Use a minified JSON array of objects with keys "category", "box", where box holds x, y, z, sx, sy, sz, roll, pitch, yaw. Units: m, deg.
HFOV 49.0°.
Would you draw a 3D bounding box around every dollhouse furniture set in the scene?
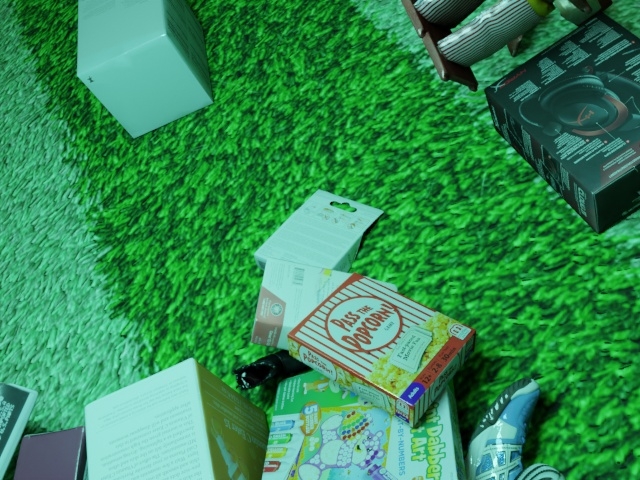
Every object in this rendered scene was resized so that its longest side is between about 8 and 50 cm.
[{"category":"dollhouse furniture set","box":[0.313,-0.337,1.071,0.201,0.374,0.152,-33,73,34]}]

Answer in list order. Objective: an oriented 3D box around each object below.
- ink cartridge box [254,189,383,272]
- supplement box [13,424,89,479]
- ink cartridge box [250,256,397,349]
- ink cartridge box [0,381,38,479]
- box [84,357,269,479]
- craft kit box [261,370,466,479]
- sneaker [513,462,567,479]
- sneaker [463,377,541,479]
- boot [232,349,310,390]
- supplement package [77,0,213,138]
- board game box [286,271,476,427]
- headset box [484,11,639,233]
[{"category":"ink cartridge box","box":[0.000,0.000,1.158,0.145,0.045,0.179,21,52,34]},{"category":"supplement box","box":[-0.320,0.330,0.984,0.104,0.188,0.081,-13,55,17]},{"category":"ink cartridge box","box":[0.008,0.104,1.016,0.198,0.067,0.115,12,49,-4]},{"category":"ink cartridge box","box":[-0.514,0.373,1.011,0.307,0.072,0.303,-32,38,54]},{"category":"box","box":[-0.152,0.360,0.869,0.168,0.215,0.345,-24,53,8]},{"category":"craft kit box","box":[0.052,0.249,0.888,0.247,0.061,0.250,-16,29,13]},{"category":"sneaker","box":[0.224,0.395,0.751,0.162,0.106,0.281,33,98,5]},{"category":"sneaker","box":[0.220,0.267,0.854,0.081,0.080,0.211,26,82,28]},{"category":"boot","box":[-0.061,0.179,1.016,0.121,0.099,0.045,-24,81,13]},{"category":"supplement package","box":[-0.367,-0.399,1.473,0.199,0.198,0.262,-21,52,10]},{"category":"board game box","box":[0.077,0.132,0.900,0.193,0.045,0.147,24,48,31]},{"category":"headset box","box":[0.414,-0.167,1.016,0.218,0.110,0.293,-34,51,2]}]
